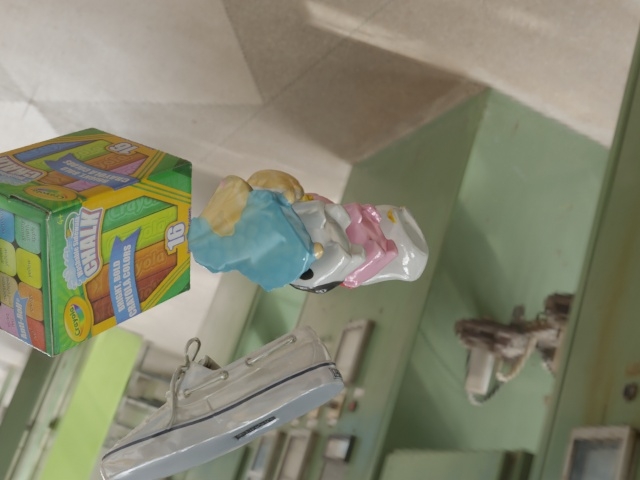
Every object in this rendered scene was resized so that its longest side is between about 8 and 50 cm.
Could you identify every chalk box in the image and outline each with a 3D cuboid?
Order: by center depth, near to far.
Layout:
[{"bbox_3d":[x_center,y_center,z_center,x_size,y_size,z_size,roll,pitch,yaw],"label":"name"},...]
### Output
[{"bbox_3d":[-0.308,0.002,1.119,0.179,0.289,0.180,20,120,29],"label":"chalk box"}]

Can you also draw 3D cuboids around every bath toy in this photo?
[{"bbox_3d":[0.000,0.000,1.108,0.129,0.151,0.348,-33,162,23],"label":"bath toy"}]

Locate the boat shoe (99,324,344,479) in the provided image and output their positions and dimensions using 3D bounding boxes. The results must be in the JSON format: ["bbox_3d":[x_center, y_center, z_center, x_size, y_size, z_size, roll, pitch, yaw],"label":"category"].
[{"bbox_3d":[-0.161,0.219,1.404,0.367,0.156,0.136,-26,155,2],"label":"boat shoe"}]
